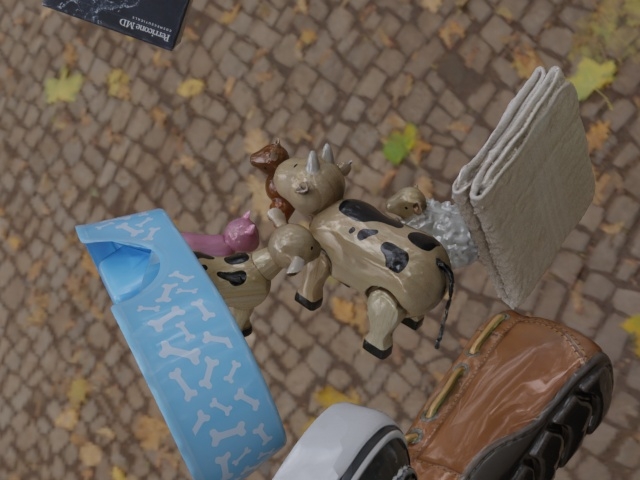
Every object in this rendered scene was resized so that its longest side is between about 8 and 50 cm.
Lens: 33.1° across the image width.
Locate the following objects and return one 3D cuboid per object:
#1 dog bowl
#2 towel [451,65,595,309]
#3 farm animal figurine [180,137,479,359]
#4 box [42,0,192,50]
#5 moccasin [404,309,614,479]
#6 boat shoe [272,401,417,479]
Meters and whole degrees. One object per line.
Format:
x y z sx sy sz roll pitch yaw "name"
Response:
-0.108 0.075 0.828 0.074 0.165 0.297 -25 30 -10 "dog bowl"
0.233 -0.055 1.206 0.049 0.282 0.187 29 74 32 "towel"
0.000 0.000 1.161 0.327 0.330 0.172 22 129 10 "farm animal figurine"
-0.213 -0.318 1.225 0.093 0.156 0.158 -101 31 -73 "box"
0.072 0.196 0.846 0.147 0.139 0.380 27 66 37 "moccasin"
0.005 0.204 0.409 0.105 0.113 0.306 6 48 20 "boat shoe"
